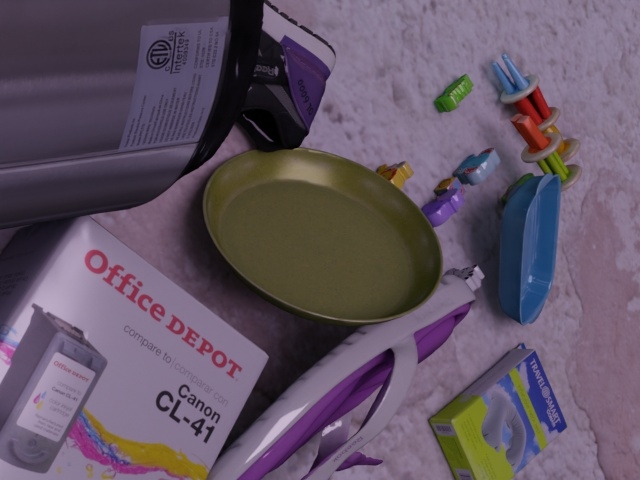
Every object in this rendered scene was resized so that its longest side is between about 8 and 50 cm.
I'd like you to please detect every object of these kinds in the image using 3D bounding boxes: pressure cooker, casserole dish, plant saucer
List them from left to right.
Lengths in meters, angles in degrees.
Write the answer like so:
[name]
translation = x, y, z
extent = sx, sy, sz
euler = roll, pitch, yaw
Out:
[pressure cooker]
translation = -0.294, -0.178, 0.752
extent = 0.420, 0.375, 0.370
euler = -13, 93, -39
[plant saucer]
translation = 0.000, 0.000, 1.100
extent = 0.241, 0.037, 0.241
euler = 13, 40, -11
[casserole dish]
translation = 0.237, 0.008, 1.311
extent = 0.114, 0.037, 0.188
euler = -42, 138, -48

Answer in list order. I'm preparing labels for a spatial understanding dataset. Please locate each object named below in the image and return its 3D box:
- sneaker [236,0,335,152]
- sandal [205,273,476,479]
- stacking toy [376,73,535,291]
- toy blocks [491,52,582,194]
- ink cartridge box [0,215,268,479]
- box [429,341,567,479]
[sneaker]
translation = -0.108, -0.176, 1.068
extent = 0.283, 0.107, 0.124
euler = 26, 72, -33
[sandal]
translation = 0.035, 0.160, 1.083
extent = 0.102, 0.169, 0.416
euler = 45, 52, 13
[stacking toy]
translation = 0.159, -0.062, 1.293
extent = 0.167, 0.052, 0.221
euler = 54, 56, -20
[toy blocks]
translation = 0.249, -0.141, 1.348
extent = 0.148, 0.054, 0.123
euler = 53, 26, -21
[ink cartridge box]
translation = -0.214, 0.163, 0.926
extent = 0.226, 0.131, 0.306
euler = 41, 63, -26
[box]
translation = 0.211, 0.203, 1.305
extent = 0.178, 0.042, 0.109
euler = -33, 105, -35
